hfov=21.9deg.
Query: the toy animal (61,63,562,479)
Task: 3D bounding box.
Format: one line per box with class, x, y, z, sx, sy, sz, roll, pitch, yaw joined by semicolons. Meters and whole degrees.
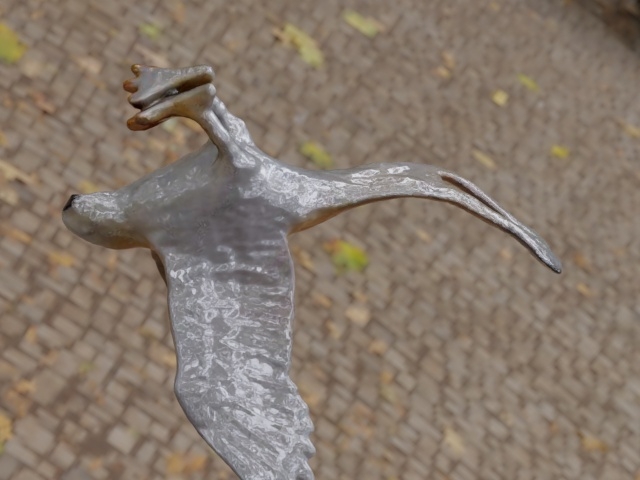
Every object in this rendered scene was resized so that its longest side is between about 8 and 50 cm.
toy animal;-0.014;-0.015;1.179;0.302;0.284;0.225;55;9;-33
